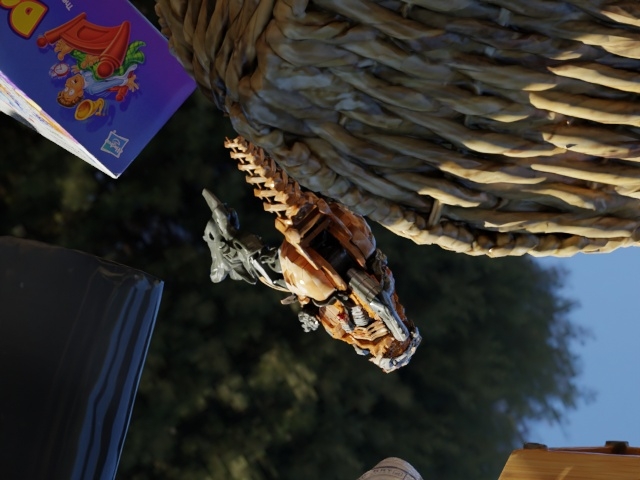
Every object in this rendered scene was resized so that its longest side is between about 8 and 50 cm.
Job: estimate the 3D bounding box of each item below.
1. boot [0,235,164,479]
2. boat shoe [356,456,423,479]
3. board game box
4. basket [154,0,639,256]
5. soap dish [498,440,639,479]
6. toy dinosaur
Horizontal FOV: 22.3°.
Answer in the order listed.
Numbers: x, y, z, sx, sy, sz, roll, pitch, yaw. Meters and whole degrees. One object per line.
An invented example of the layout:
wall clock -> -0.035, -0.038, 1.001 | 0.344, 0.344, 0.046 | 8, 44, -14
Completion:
boot -> -0.125, 0.220, 0.640 | 0.367, 0.146, 0.445 | 7, -107, 11
boat shoe -> 0.090, 0.254, 1.130 | 0.083, 0.226, 0.076 | -17, -173, 18
board game box -> -0.240, -0.174, 0.990 | 0.078, 0.233, 0.347 | -50, -149, -8
basket -> 0.065, -0.129, 0.770 | 0.299, 0.214, 0.223 | 7, -155, -33
soap dish -> 0.324, 0.247, 1.482 | 0.290, 0.118, 0.229 | -2, 174, 40
toy dinosaur -> 0.000, 0.000, 1.617 | 0.164, 0.322, 0.218 | -27, -142, -22
